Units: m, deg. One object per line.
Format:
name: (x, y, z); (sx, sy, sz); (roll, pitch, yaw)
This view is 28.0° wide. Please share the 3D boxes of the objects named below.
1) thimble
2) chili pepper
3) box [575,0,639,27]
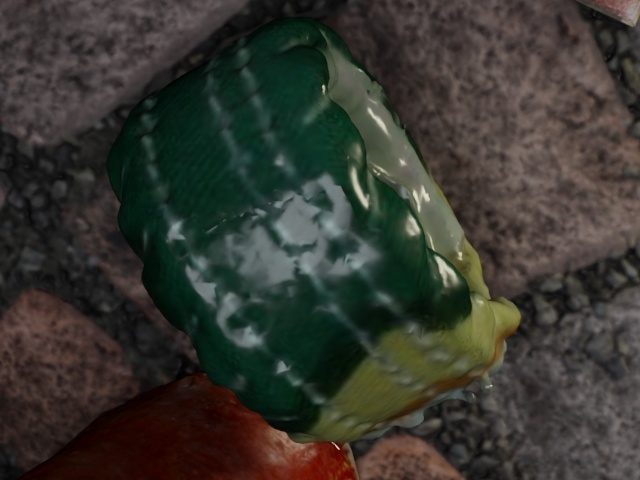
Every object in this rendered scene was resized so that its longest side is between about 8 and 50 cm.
thimble: (0.000, 0.000, 0.857); (0.167, 0.254, 0.288); (-32, 108, 14)
chili pepper: (-0.123, 0.249, 0.950); (0.251, 0.305, 0.229); (22, 116, 12)
box: (0.201, -0.247, 0.868); (0.112, 0.048, 0.175); (23, 108, -2)
